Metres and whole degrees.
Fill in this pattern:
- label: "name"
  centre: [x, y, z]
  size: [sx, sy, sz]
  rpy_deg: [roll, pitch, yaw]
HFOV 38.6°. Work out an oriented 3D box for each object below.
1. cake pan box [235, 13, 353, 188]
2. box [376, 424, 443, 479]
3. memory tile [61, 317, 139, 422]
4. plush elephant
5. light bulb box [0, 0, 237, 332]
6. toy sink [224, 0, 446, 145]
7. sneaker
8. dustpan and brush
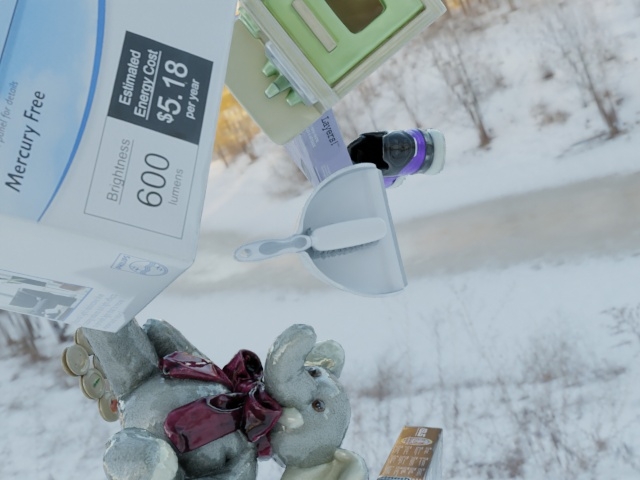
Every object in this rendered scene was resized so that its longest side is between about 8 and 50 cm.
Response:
- label: "cake pan box"
  centre: [-0.043, -0.215, 1.442]
  size: [0.070, 0.267, 0.246]
  rpy_deg: [-30, 41, -7]
- label: "box"
  centre: [0.117, 0.376, 1.180]
  size: [0.060, 0.216, 0.270]
  rpy_deg: [2, 2, 12]
- label: "memory tile"
  centre: [-0.253, 0.138, 1.108]
  size: [0.012, 0.113, 0.148]
  rpy_deg: [-20, 24, 24]
- label: "plush elephant"
  centre: [-0.079, 0.187, 0.987]
  size: [0.255, 0.330, 0.272]
  rpy_deg: [-21, 42, -4]
- label: "light bulb box"
  centre: [-0.269, -0.154, 0.685]
  size: [0.360, 0.358, 0.225]
  rpy_deg: [15, -24, -22]
- label: "toy sink"
  centre: [-0.004, -0.232, 1.015]
  size: [0.234, 0.153, 0.131]
  rpy_deg: [-39, 6, 1]
- label: "sneaker"
  centre: [0.104, -0.156, 1.689]
  size: [0.146, 0.102, 0.293]
  rpy_deg: [-1, -5, -21]
- label: "dustpan and brush"
  centre: [0.000, 0.000, 0.945]
  size: [0.211, 0.147, 0.060]
  rpy_deg: [-11, -4, -25]
